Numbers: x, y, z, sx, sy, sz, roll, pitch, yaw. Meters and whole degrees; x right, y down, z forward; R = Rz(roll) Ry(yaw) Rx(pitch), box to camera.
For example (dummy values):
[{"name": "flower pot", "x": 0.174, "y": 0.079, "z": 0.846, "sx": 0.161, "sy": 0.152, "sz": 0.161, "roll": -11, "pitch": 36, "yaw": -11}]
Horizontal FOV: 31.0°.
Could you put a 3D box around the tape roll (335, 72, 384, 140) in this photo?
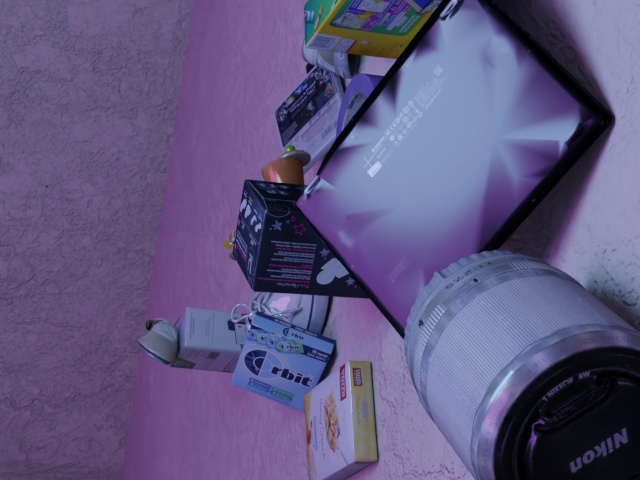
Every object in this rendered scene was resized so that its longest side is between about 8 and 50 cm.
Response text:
[{"name": "tape roll", "x": 0.092, "y": -0.175, "z": 1.889, "sx": 0.189, "sy": 0.080, "sz": 0.188, "roll": -177, "pitch": 90, "yaw": -72}]

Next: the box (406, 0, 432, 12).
[{"name": "box", "x": 0.204, "y": -0.401, "z": 1.555, "sx": 0.136, "sy": 0.036, "sz": 0.225, "roll": -51, "pitch": 9, "yaw": -21}]

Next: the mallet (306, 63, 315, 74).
[{"name": "mallet", "x": 0.019, "y": -0.376, "z": 2.230, "sx": 0.062, "sy": 0.039, "sz": 0.189, "roll": -110, "pitch": 34, "yaw": -41}]

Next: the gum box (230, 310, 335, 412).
[{"name": "gum box", "x": -0.073, "y": 0.230, "z": 2.174, "sx": 0.041, "sy": 0.157, "sz": 0.184, "roll": -69, "pitch": 1, "yaw": -48}]

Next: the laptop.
[{"name": "laptop", "x": 0.170, "y": -0.142, "z": 1.539, "sx": 0.408, "sy": 0.236, "sz": 0.382, "roll": 51, "pitch": 118, "yaw": 26}]

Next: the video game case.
[{"name": "video game case", "x": -0.017, "y": -0.233, "z": 2.213, "sx": 0.190, "sy": 0.022, "sz": 0.173, "roll": -42, "pitch": 50, "yaw": 40}]

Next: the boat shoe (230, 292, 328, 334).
[{"name": "boat shoe", "x": -0.094, "y": 0.156, "z": 2.252, "sx": 0.367, "sy": 0.157, "sz": 0.135, "roll": 111, "pitch": 155, "yaw": -43}]

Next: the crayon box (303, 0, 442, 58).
[{"name": "crayon box", "x": 0.094, "y": -0.382, "z": 1.791, "sx": 0.278, "sy": 0.165, "sz": 0.081, "roll": 139, "pitch": 132, "yaw": -64}]

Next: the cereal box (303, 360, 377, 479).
[{"name": "cereal box", "x": 0.031, "y": 0.323, "z": 2.011, "sx": 0.240, "sy": 0.047, "sz": 0.173, "roll": 130, "pitch": 141, "yaw": -60}]

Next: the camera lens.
[{"name": "camera lens", "x": 0.223, "y": 0.149, "z": 1.198, "sx": 0.274, "sy": 0.220, "sz": 0.219, "roll": -128, "pitch": 45, "yaw": -64}]

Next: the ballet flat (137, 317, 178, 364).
[{"name": "ballet flat", "x": -0.340, "y": 0.203, "z": 2.430, "sx": 0.248, "sy": 0.086, "sz": 0.086, "roll": -174, "pitch": 89, "yaw": -74}]

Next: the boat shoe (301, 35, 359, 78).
[{"name": "boat shoe", "x": 0.058, "y": -0.438, "z": 2.035, "sx": 0.118, "sy": 0.103, "sz": 0.320, "roll": -43, "pitch": -21, "yaw": -54}]

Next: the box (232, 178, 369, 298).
[{"name": "box", "x": 0.000, "y": 0.000, "z": 1.858, "sx": 0.163, "sy": 0.247, "sz": 0.142, "roll": -128, "pitch": 46, "yaw": -64}]

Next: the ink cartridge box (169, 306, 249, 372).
[{"name": "ink cartridge box", "x": -0.197, "y": 0.218, "z": 2.456, "sx": 0.160, "sy": 0.220, "sz": 0.092, "roll": 132, "pitch": 142, "yaw": -60}]

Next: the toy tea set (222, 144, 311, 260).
[{"name": "toy tea set", "x": -0.062, "y": -0.081, "z": 2.148, "sx": 0.336, "sy": 0.200, "sz": 0.124, "roll": 124, "pitch": 137, "yaw": -57}]
